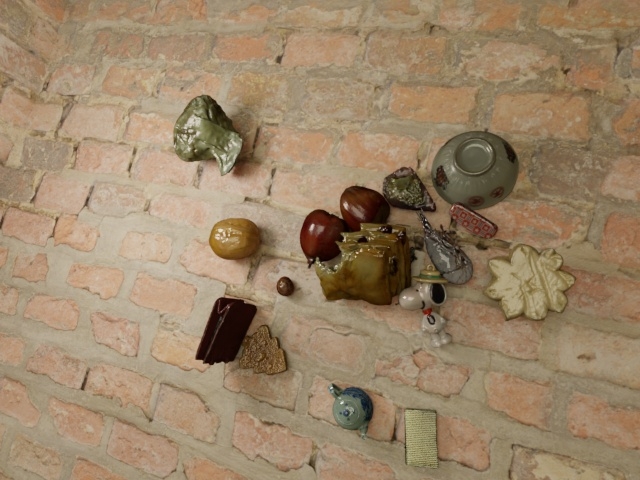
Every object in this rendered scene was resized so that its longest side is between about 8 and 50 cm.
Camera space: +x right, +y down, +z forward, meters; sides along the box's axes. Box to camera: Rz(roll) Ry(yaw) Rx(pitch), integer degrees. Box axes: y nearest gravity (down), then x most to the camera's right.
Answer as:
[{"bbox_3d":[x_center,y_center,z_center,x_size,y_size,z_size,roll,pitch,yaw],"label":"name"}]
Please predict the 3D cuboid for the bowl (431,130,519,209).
[{"bbox_3d":[0.594,-0.299,1.740,0.337,0.157,0.337,-4,77,18],"label":"bowl"}]

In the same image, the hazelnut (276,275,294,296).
[{"bbox_3d":[-0.153,0.198,1.916,0.086,0.086,0.086,-4,77,17],"label":"hazelnut"}]

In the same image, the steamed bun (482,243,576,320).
[{"bbox_3d":[0.731,0.154,1.611,0.292,0.137,0.295,24,95,17],"label":"steamed bun"}]

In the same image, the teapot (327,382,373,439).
[{"bbox_3d":[0.110,0.640,1.699,0.159,0.159,0.232,-42,70,6],"label":"teapot"}]

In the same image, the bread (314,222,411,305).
[{"bbox_3d":[0.156,0.107,1.715,0.370,0.191,0.314,-4,121,15],"label":"bread"}]

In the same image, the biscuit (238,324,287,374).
[{"bbox_3d":[-0.235,0.484,1.902,0.238,0.041,0.212,29,83,21],"label":"biscuit"}]

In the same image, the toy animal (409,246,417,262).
[{"bbox_3d":[0.267,0.050,1.818,0.217,0.073,0.176,-31,86,14],"label":"toy animal"}]

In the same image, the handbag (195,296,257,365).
[{"bbox_3d":[-0.388,0.376,1.859,0.084,0.260,0.275,21,87,19],"label":"handbag"}]

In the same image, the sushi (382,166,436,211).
[{"bbox_3d":[0.349,-0.185,1.824,0.161,0.107,0.241,-32,71,13],"label":"sushi"}]

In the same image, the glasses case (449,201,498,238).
[{"bbox_3d":[0.592,-0.076,1.746,0.194,0.049,0.073,36,113,18],"label":"glasses case"}]

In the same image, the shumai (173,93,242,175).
[{"bbox_3d":[-0.477,-0.469,2.041,0.288,0.292,0.330,37,128,33],"label":"shumai"}]

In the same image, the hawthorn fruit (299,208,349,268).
[{"bbox_3d":[0.000,0.000,1.842,0.208,0.208,0.248,29,90,21],"label":"hawthorn fruit"}]

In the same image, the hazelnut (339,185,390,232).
[{"bbox_3d":[0.172,-0.126,1.821,0.181,0.212,0.181,13,113,33],"label":"hazelnut"}]

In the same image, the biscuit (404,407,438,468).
[{"bbox_3d":[0.370,0.725,1.653,0.121,0.040,0.199,-1,79,15],"label":"biscuit"}]

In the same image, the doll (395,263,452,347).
[{"bbox_3d":[0.423,0.246,1.681,0.208,0.144,0.271,-41,89,8],"label":"doll"}]

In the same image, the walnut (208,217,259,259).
[{"bbox_3d":[-0.378,-0.008,1.984,0.225,0.193,0.193,-7,76,6],"label":"walnut"}]

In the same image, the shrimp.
[{"bbox_3d":[0.472,0.012,1.734,0.145,0.116,0.343,-32,78,9],"label":"shrimp"}]
